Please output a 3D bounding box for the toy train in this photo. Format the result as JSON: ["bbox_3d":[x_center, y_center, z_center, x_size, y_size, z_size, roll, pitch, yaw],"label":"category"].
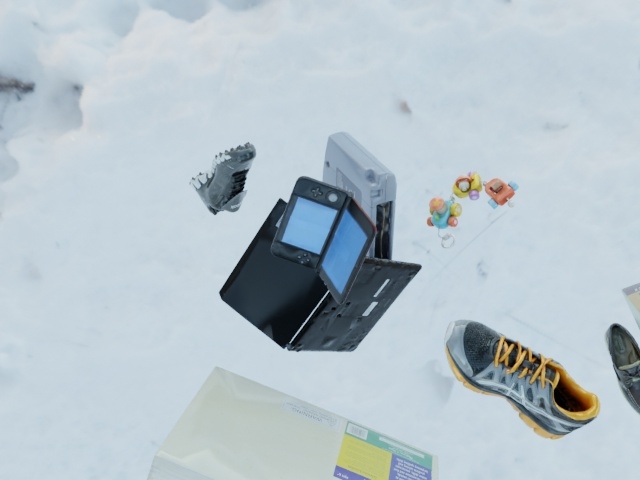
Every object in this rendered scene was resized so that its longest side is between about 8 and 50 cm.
[{"bbox_3d":[0.256,-0.068,1.227,0.166,0.046,0.125,-40,39,11],"label":"toy train"}]

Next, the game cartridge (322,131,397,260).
[{"bbox_3d":[0.065,-0.039,1.286,0.062,0.297,0.198,-13,38,-17],"label":"game cartridge"}]

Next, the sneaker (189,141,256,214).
[{"bbox_3d":[-0.173,-0.112,1.354,0.078,0.234,0.106,-27,90,-35],"label":"sneaker"}]

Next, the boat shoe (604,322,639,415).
[{"bbox_3d":[0.472,0.197,1.065,0.056,0.049,0.152,-28,59,18],"label":"boat shoe"}]

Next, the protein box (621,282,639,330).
[{"bbox_3d":[0.404,0.127,0.659,0.136,0.200,0.201,-25,88,17],"label":"protein box"}]

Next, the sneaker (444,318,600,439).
[{"bbox_3d":[0.243,0.158,0.841,0.215,0.083,0.084,34,56,-11],"label":"sneaker"}]

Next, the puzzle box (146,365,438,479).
[{"bbox_3d":[-0.019,0.342,1.050,0.409,0.272,0.052,21,108,4],"label":"puzzle box"}]

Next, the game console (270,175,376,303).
[{"bbox_3d":[0.000,0.000,1.004,0.124,0.144,0.085,19,30,-7],"label":"game console"}]

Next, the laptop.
[{"bbox_3d":[0.000,0.073,1.241,0.264,0.234,0.136,9,37,-41],"label":"laptop"}]
